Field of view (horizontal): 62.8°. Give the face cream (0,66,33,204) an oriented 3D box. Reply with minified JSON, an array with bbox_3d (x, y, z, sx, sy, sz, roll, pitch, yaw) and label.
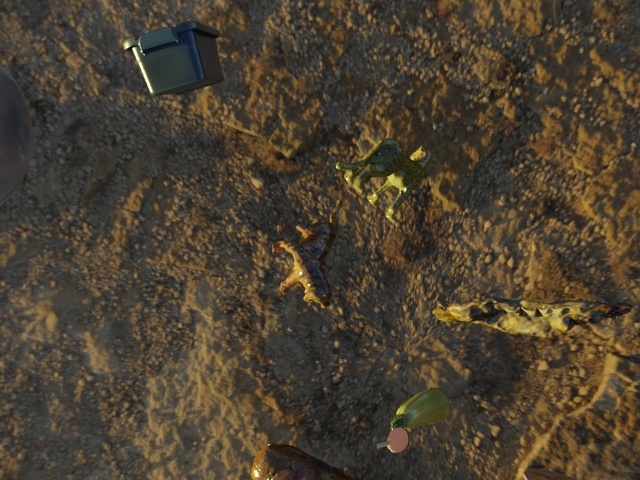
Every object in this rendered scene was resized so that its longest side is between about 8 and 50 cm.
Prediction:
[{"bbox_3d":[-0.263,-0.073,0.344,0.104,0.117,0.117,7,78,2],"label":"face cream"}]

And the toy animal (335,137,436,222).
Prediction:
[{"bbox_3d":[0.114,-0.123,0.854,0.136,0.181,0.073,-49,51,6],"label":"toy animal"}]

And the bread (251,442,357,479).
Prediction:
[{"bbox_3d":[-0.006,0.549,1.145,0.344,0.084,0.124,16,68,30],"label":"bread"}]

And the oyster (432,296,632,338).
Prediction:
[{"bbox_3d":[0.383,0.138,0.978,0.345,0.129,0.078,-3,68,24],"label":"oyster"}]

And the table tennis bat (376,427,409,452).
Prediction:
[{"bbox_3d":[0.156,0.432,1.128,0.083,0.007,0.050,-31,48,31],"label":"table tennis bat"}]

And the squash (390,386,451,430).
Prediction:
[{"bbox_3d":[0.250,0.457,1.374,0.094,0.224,0.094,1,92,40],"label":"squash"}]

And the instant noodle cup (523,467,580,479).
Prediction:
[{"bbox_3d":[0.578,0.701,1.237,0.243,0.243,0.231,14,88,12],"label":"instant noodle cup"}]

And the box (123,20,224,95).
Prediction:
[{"bbox_3d":[-0.137,-0.175,0.516,0.074,0.099,0.054,-11,105,8],"label":"box"}]

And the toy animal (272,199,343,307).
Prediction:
[{"bbox_3d":[-0.003,-0.005,1.003,0.117,0.114,0.255,3,49,28],"label":"toy animal"}]
